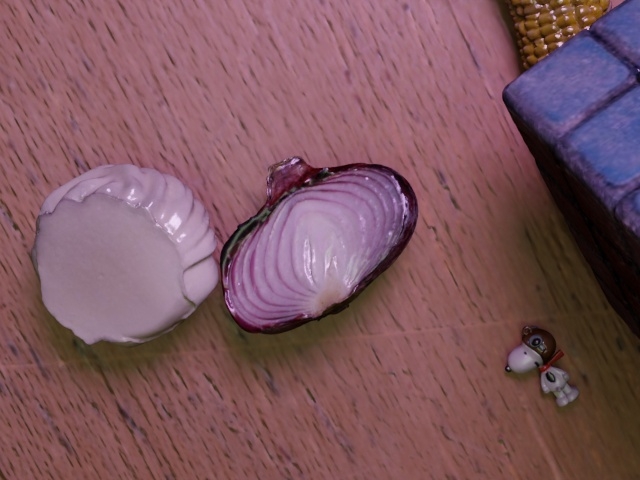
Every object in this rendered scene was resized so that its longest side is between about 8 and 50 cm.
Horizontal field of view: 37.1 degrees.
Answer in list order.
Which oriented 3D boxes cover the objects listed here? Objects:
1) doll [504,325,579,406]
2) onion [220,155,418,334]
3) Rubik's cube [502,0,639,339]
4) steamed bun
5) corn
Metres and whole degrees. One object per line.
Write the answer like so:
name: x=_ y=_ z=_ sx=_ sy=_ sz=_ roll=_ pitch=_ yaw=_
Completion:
doll: x=0.227 y=0.126 z=0.953 sx=0.085 sy=0.040 sz=0.058 roll=34 pitch=109 yaw=1
onion: x=0.000 y=0.000 z=0.910 sx=0.206 sy=0.098 sz=0.151 roll=-28 pitch=74 yaw=13
Rubik's cube: x=0.399 y=-0.026 z=0.721 sx=0.337 sy=0.344 sz=0.344 roll=-36 pitch=135 yaw=5
steamed bun: x=-0.183 y=0.008 z=0.904 sx=0.182 sy=0.106 sz=0.183 roll=3 pitch=108 yaw=8
corn: x=0.230 y=-0.176 z=0.882 sx=0.101 sy=0.101 sz=0.292 roll=-17 pitch=96 yaw=3
